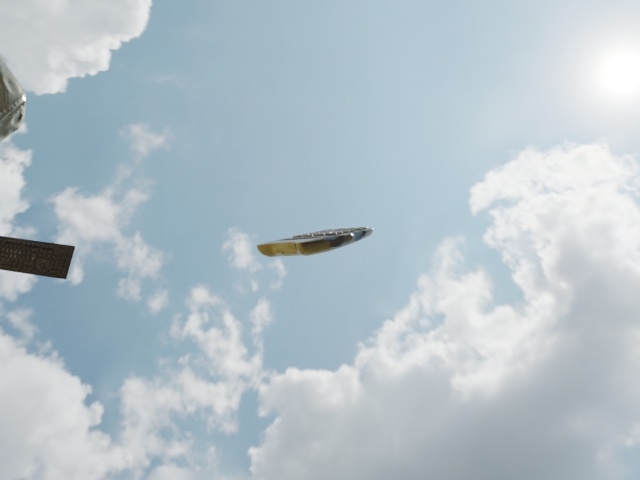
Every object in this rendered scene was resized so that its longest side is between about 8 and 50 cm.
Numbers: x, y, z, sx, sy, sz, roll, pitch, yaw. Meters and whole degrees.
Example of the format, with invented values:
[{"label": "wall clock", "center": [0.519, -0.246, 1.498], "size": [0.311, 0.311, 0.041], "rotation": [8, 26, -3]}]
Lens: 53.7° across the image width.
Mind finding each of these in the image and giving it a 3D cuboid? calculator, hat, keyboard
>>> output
[{"label": "calculator", "center": [0.000, 0.000, 1.244], "size": [0.237, 0.157, 0.033], "rotation": [-15, -82, -46]}, {"label": "hat", "center": [-0.465, -0.234, 0.788], "size": [0.214, 0.245, 0.149], "rotation": [47, -119, -3]}, {"label": "keyboard", "center": [-0.534, 0.026, 1.130], "size": [0.198, 0.010, 0.063], "rotation": [7, -106, 11]}]
